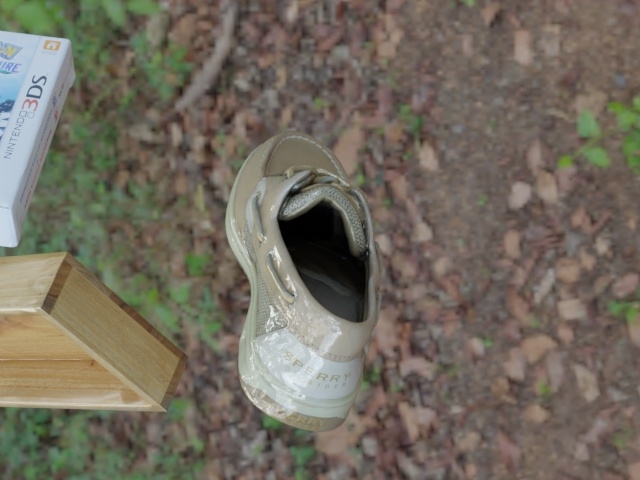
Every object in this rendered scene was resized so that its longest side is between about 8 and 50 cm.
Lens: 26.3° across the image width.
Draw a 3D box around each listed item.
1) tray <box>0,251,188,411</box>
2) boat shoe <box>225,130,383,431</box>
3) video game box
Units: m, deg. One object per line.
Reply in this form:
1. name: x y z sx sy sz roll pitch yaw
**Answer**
1. tray: -0.363 0.103 1.498 0.411 0.203 0.076 -3 54 38
2. boat shoe: 0.000 0.000 1.084 0.341 0.122 0.110 -98 29 -54
3. video game box: -0.302 -0.088 1.012 0.048 0.205 0.187 97 180 -46
